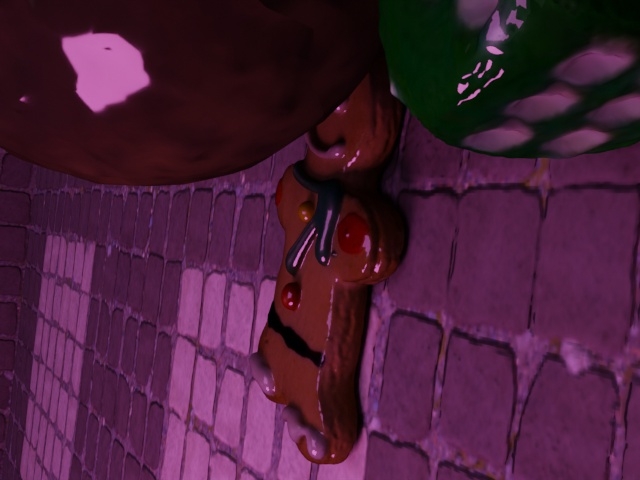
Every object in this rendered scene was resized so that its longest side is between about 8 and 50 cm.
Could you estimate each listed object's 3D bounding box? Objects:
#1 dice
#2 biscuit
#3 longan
[{"bbox_3d":[0.107,-0.108,0.445,0.128,0.131,0.120,-36,55,58],"label":"dice"},{"bbox_3d":[0.000,0.000,0.764,0.197,0.049,0.301,34,114,61],"label":"biscuit"},{"bbox_3d":[-0.122,-0.224,0.639,0.391,0.391,0.391,-174,90,-66],"label":"longan"}]
